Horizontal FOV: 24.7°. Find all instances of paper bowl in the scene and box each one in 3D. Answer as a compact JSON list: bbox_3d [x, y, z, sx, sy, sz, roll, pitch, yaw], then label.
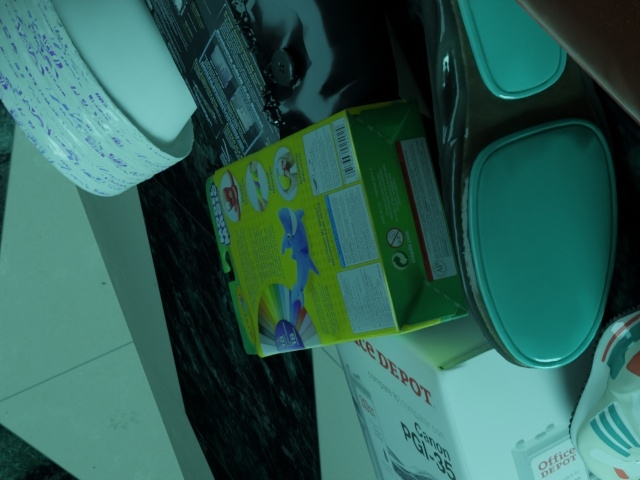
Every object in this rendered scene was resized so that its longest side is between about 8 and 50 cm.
[{"bbox_3d":[-0.210,-0.197,1.408,0.284,0.148,0.284,58,-168,-20],"label":"paper bowl"}]

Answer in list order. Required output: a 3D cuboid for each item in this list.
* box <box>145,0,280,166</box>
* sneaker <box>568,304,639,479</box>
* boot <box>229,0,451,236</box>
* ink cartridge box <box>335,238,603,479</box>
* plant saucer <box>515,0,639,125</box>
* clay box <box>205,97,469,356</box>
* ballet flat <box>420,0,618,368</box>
[{"bbox_3d":[-0.053,-0.144,1.200,0.307,0.076,0.242,65,165,4],"label":"box"},{"bbox_3d":[0.183,0.105,0.810,0.161,0.057,0.075,89,158,-50],"label":"sneaker"},{"bbox_3d":[0.027,-0.104,0.949,0.246,0.094,0.207,2,107,60],"label":"boot"},{"bbox_3d":[0.114,0.143,0.988,0.207,0.117,0.283,36,147,62],"label":"ink cartridge box"},{"bbox_3d":[0.094,-0.104,0.561,0.258,0.048,0.259,39,-167,-29],"label":"plant saucer"},{"bbox_3d":[0.000,0.000,0.894,0.222,0.053,0.127,-16,87,64],"label":"clay box"},{"bbox_3d":[0.102,-0.073,0.781,0.096,0.095,0.280,-127,28,-70],"label":"ballet flat"}]
